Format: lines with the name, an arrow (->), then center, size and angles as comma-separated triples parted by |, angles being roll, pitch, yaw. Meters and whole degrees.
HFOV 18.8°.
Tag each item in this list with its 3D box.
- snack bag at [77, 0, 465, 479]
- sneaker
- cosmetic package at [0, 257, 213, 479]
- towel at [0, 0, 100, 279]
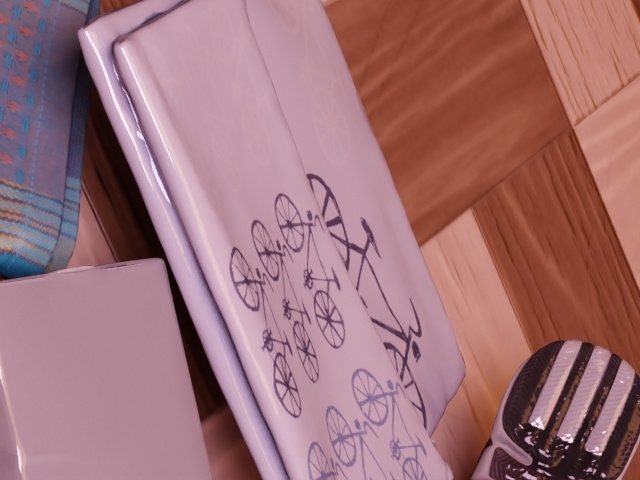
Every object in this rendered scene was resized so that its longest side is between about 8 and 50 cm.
snack bag -> 0.000, 0.000, 1.060 | 0.323, 0.037, 0.342 | 67, 20, -10
sneaker -> 0.106, 0.203, 1.151 | 0.281, 0.106, 0.162 | -58, 171, -14
cosmetic package -> -0.118, 0.134, 0.886 | 0.127, 0.107, 0.238 | -5, 78, -52
towel -> -0.239, -0.161, 0.890 | 0.370, 0.040, 0.271 | 31, 53, -42
